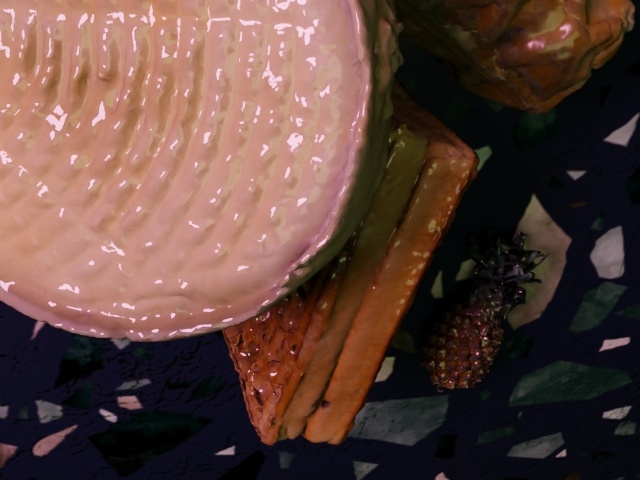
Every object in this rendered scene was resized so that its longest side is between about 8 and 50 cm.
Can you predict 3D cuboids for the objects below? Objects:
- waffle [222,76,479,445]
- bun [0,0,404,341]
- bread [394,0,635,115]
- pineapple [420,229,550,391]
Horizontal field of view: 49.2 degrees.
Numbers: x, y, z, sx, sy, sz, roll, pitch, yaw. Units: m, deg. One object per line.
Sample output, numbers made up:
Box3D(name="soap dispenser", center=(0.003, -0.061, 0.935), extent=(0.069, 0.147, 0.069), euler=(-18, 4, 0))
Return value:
Box3D(name="waffle", center=(-0.001, 0.000, 0.612), extent=(0.091, 0.213, 0.308), euler=(6, 123, -28))
Box3D(name="bun", center=(-0.117, -0.123, 0.476), extent=(0.364, 0.202, 0.364), euler=(4, 108, 14))
Box3D(name="bread", center=(0.111, -0.206, 0.534), extent=(0.268, 0.129, 0.152), euler=(30, 146, -29))
Box3D(name="pineapple", center=(0.176, 0.091, 0.805), extent=(0.103, 0.083, 0.221), euler=(9, 121, -21))
